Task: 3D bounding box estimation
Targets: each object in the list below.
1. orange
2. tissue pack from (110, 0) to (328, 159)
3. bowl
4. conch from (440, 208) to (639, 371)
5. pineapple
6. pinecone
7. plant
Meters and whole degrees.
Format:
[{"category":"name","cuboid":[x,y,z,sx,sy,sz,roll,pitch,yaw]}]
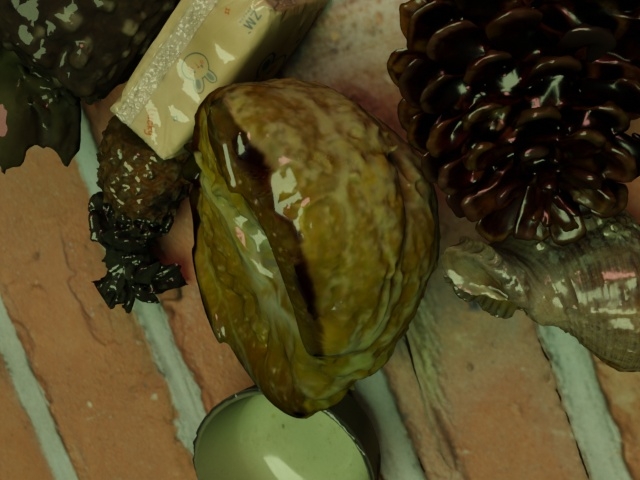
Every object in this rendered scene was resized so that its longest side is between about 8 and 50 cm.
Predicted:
[{"category":"orange","cuboid":[0.000,0.000,1.111,0.369,0.210,0.271,106,144,-57]},{"category":"tissue pack","cuboid":[-0.094,-0.182,1.147,0.092,0.148,0.196,45,120,6]},{"category":"bowl","cuboid":[-0.022,0.233,1.291,0.211,0.112,0.211,8,111,21]},{"category":"conch","cuboid":[0.225,0.044,1.086,0.245,0.163,0.178,12,142,-5]},{"category":"pineapple","cuboid":[-0.194,-0.023,1.276,0.119,0.111,0.237,47,134,36]},{"category":"pinecone","cuboid":[0.180,-0.123,0.987,0.246,0.292,0.246,0,135,0]},{"category":"plant","cuboid":[-0.261,-0.228,1.165,0.215,0.213,0.312,40,121,0]}]
